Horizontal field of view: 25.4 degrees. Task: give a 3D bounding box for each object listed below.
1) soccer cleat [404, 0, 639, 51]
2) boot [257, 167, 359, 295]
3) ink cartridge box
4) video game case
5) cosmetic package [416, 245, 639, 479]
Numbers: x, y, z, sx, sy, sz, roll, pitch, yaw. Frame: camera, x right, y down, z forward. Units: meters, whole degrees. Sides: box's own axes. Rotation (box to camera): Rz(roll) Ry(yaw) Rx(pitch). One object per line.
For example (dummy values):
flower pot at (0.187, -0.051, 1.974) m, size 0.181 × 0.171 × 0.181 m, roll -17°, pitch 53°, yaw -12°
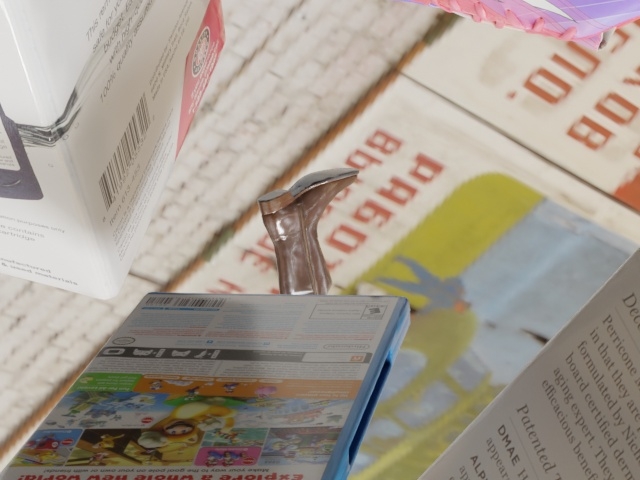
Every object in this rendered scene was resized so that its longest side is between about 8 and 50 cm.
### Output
soccer cleat at (0.152, -0.186, 1.012) m, size 0.318 × 0.108 × 0.116 m, roll 0°, pitch -71°, yaw 35°
boot at (0.000, 0.000, 1.272) m, size 0.037 × 0.106 × 0.114 m, roll 21°, pitch -50°, yaw 62°
ink cartridge box at (-0.121, -0.111, 0.619) m, size 0.100 × 0.237 × 0.172 m, roll 14°, pitch -120°, yaw 10°
video game case at (-0.038, 0.061, 0.539) m, size 0.119 × 0.166 × 0.015 m, roll 1°, pitch -67°, yaw 14°
cosmetic package at (0.219, 0.075, 0.552) m, size 0.385 × 0.217 × 0.156 m, roll -52°, pitch -137°, yaw 30°
